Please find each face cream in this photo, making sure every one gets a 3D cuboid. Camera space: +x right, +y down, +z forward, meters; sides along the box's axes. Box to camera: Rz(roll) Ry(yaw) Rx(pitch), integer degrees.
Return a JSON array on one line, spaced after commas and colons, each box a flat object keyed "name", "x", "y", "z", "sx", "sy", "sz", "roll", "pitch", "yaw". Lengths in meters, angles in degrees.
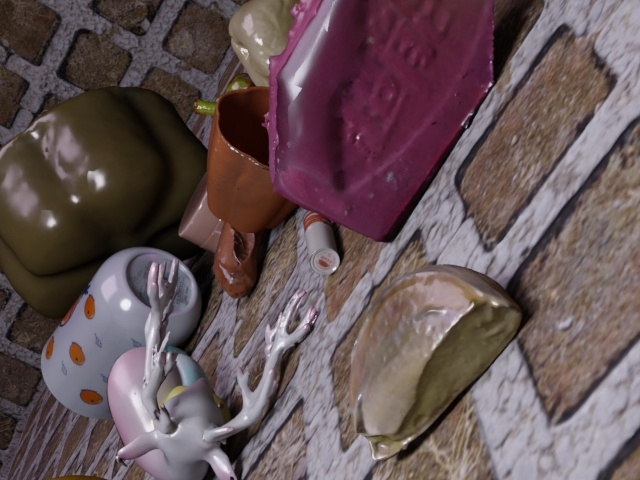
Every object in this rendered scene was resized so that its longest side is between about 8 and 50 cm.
[{"name": "face cream", "x": -0.178, "y": -0.051, "z": 1.878, "sx": 0.149, "sy": 0.104, "sz": 0.149, "roll": -56, "pitch": 16, "yaw": 26}]

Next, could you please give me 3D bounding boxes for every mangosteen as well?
[{"name": "mangosteen", "x": -0.123, "y": -0.232, "z": 1.859, "sx": 0.146, "sy": 0.181, "sz": 0.156, "roll": -27, "pitch": 55, "yaw": 42}]

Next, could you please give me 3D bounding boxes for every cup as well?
[{"name": "cup", "x": -0.359, "y": 0.164, "z": 1.923, "sx": 0.317, "sy": 0.212, "sz": 0.212, "roll": -48, "pitch": 21, "yaw": 39}]

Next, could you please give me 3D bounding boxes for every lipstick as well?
[{"name": "lipstick", "x": 0.000, "y": 0.000, "z": 1.328, "sx": 0.038, "sy": 0.038, "sz": 0.131, "roll": -58, "pitch": 16, "yaw": 18}]

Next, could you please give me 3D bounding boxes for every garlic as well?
[{"name": "garlic", "x": 0.080, "y": 0.085, "z": 0.845, "sx": 0.195, "sy": 0.087, "sz": 0.101, "roll": -52, "pitch": 31, "yaw": 28}]

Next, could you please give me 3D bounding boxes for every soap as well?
[{"name": "soap", "x": 0.063, "y": -0.179, "z": 1.105, "sx": 0.325, "sy": 0.220, "sz": 0.127, "roll": -59, "pitch": 24, "yaw": 13}]

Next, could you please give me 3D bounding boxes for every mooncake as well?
[{"name": "mooncake", "x": -0.422, "y": -0.066, "z": 2.023, "sx": 0.467, "sy": 0.262, "sz": 0.467, "roll": -31, "pitch": -23, "yaw": -14}]

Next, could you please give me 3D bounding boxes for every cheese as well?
[{"name": "cheese", "x": -0.040, "y": -0.335, "z": 1.715, "sx": 0.117, "sy": 0.218, "sz": 0.235, "roll": 143, "pitch": 129, "yaw": -69}]

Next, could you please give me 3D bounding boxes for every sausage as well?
[{"name": "sausage", "x": -0.113, "y": -0.039, "z": 1.697, "sx": 0.087, "sy": 0.079, "sz": 0.326, "roll": -15, "pitch": 44, "yaw": 35}]

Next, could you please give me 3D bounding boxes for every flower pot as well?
[{"name": "flower pot", "x": -0.091, "y": -0.113, "z": 1.586, "sx": 0.190, "sy": 0.190, "sz": 0.173, "roll": -79, "pitch": 9, "yaw": -45}]

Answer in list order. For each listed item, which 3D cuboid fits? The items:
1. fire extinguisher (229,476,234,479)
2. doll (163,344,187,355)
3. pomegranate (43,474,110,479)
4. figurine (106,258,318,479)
[{"name": "fire extinguisher", "x": -0.129, "y": 0.328, "z": 1.193, "sx": 0.158, "sy": 0.043, "sz": 0.064, "roll": -47, "pitch": 51, "yaw": 46}, {"name": "doll", "x": -0.276, "y": 0.255, "z": 1.770, "sx": 0.159, "sy": 0.059, "sz": 0.158, "roll": -40, "pitch": 27, "yaw": 58}, {"name": "pomegranate", "x": -0.296, "y": 0.406, "z": 1.196, "sx": 0.264, "sy": 0.264, "sz": 0.264, "roll": -55, "pitch": 17, "yaw": 26}, {"name": "figurine", "x": -0.172, "y": 0.178, "z": 1.317, "sx": 0.315, "sy": 0.206, "sz": 0.284, "roll": -7, "pitch": 67, "yaw": 66}]
